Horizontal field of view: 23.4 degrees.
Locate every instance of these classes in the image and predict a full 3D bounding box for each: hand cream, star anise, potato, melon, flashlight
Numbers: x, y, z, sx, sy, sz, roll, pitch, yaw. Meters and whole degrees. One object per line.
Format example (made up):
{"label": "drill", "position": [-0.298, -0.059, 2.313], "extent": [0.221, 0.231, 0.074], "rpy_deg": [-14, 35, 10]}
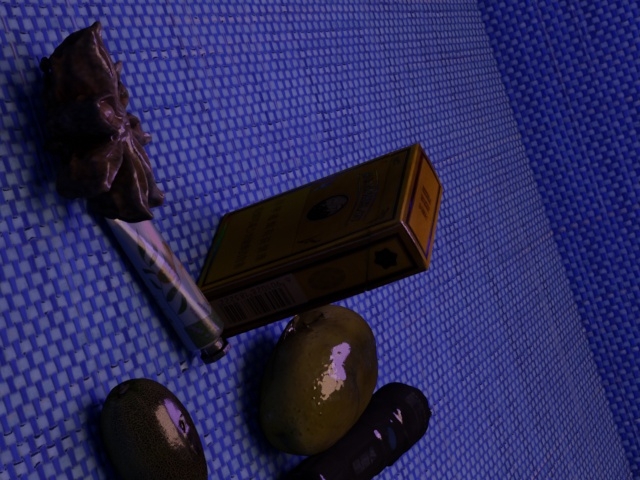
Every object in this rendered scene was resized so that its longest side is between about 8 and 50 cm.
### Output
{"label": "hand cream", "position": [-0.192, 0.040, 1.845], "extent": [0.256, 0.055, 0.088], "rpy_deg": [57, 25, -19]}
{"label": "star anise", "position": [-0.258, -0.126, 1.730], "extent": [0.236, 0.109, 0.223], "rpy_deg": [-88, 164, -78]}
{"label": "potato", "position": [-0.006, 0.182, 2.055], "extent": [0.169, 0.143, 0.248], "rpy_deg": [67, 31, -24]}
{"label": "melon", "position": [-0.177, 0.224, 1.664], "extent": [0.162, 0.099, 0.099], "rpy_deg": [65, 23, -16]}
{"label": "flashlight", "position": [0.053, 0.295, 2.161], "extent": [0.424, 0.103, 0.103], "rpy_deg": [-27, 98, -67]}

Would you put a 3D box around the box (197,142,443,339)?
{"label": "box", "position": [0.000, 0.000, 1.981], "extent": [0.084, 0.301, 0.193], "rpy_deg": [58, 25, -27]}
